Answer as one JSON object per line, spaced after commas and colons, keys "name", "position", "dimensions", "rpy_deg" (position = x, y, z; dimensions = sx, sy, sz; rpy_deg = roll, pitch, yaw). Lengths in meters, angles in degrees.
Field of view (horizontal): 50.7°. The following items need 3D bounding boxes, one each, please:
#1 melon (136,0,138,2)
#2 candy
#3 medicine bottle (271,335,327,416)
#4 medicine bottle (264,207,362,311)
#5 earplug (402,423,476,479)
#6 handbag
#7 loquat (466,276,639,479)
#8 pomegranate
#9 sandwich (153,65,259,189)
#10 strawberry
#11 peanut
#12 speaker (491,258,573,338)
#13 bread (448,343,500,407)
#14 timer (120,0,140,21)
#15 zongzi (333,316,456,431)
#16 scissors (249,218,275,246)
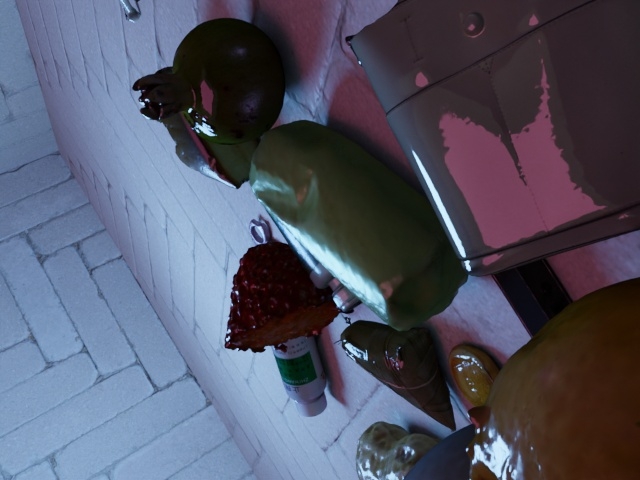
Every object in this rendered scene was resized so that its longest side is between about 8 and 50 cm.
{"name": "melon", "position": [-0.319, -0.489, 0.927], "dimensions": [0.268, 0.269, 0.330], "rpy_deg": [40, 154, 42]}
{"name": "candy", "position": [0.040, -0.033, 0.864], "dimensions": [0.343, 0.132, 0.142], "rpy_deg": [42, 153, 37]}
{"name": "medicine bottle", "position": [-0.045, 0.252, 1.409], "dimensions": [0.095, 0.095, 0.260], "rpy_deg": [29, 141, 52]}
{"name": "medicine bottle", "position": [0.000, 0.000, 1.046], "dimensions": [0.228, 0.083, 0.121], "rpy_deg": [55, 154, 12]}
{"name": "earplug", "position": [0.245, 0.366, 0.664], "dimensions": [0.394, 0.313, 0.312], "rpy_deg": [46, 152, 37]}
{"name": "handbag", "position": [0.147, -0.141, 0.528], "dimensions": [0.241, 0.109, 0.315], "rpy_deg": [-23, 90, 39]}
{"name": "loquat", "position": [0.255, 0.175, 0.422], "dimensions": [0.328, 0.329, 0.328], "rpy_deg": [46, 152, 33]}
{"name": "pomegranate", "position": [-0.151, -0.233, 0.960], "dimensions": [0.179, 0.211, 0.179], "rpy_deg": [-18, 65, 45]}
{"name": "sandwich", "position": [-0.194, -0.191, 1.185], "dimensions": [0.235, 0.122, 0.128], "rpy_deg": [62, 155, -1]}
{"name": "strawberry", "position": [-0.070, 0.083, 1.154], "dimensions": [0.234, 0.234, 0.178], "rpy_deg": [119, 134, -63]}
{"name": "peanut", "position": [0.150, 0.379, 1.092], "dimensions": [0.325, 0.140, 0.153], "rpy_deg": [7, 112, 66]}
{"name": "speaker", "position": [0.236, 0.079, 0.695], "dimensions": [0.191, 0.040, 0.046], "rpy_deg": [59, 156, 7]}
{"name": "bread", "position": [0.209, 0.185, 0.891], "dimensions": [0.110, 0.024, 0.110], "rpy_deg": [45, 151, 34]}
{"name": "timer", "position": [-0.406, -0.520, 1.277], "dimensions": [0.175, 0.175, 0.266], "rpy_deg": [63, 176, -2]}
{"name": "zongzi", "position": [0.110, 0.205, 1.030], "dimensions": [0.189, 0.081, 0.178], "rpy_deg": [2, 123, 52]}
{"name": "scissors", "position": [-0.125, 0.029, 1.418], "dimensions": [0.110, 0.021, 0.212], "rpy_deg": [55, 156, 9]}
